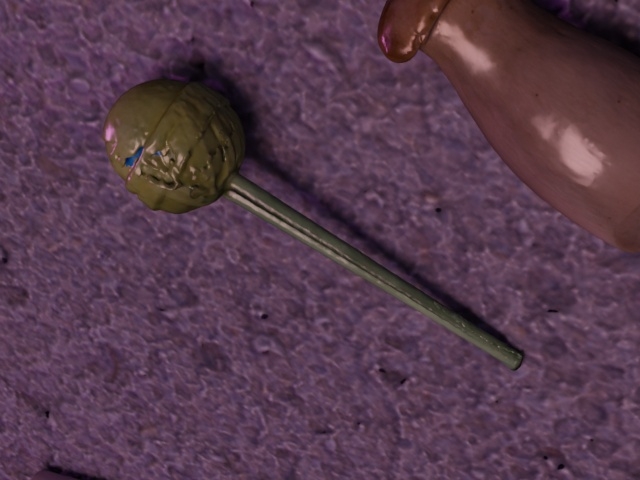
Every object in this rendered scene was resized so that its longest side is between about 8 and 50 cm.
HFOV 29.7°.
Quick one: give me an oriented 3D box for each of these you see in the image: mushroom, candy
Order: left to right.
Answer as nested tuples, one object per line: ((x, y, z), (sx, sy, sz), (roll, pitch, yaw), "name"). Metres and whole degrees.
((0.000, 0.000, 0.830), (0.335, 0.092, 0.093), (33, 98, -6), "candy")
((0.129, -0.082, 0.671), (0.212, 0.088, 0.097), (46, 124, 0), "mushroom")

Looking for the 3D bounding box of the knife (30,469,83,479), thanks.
((-0.164, 0.278, 1.154), (0.265, 0.041, 0.073), (11, 140, 23), "knife")
